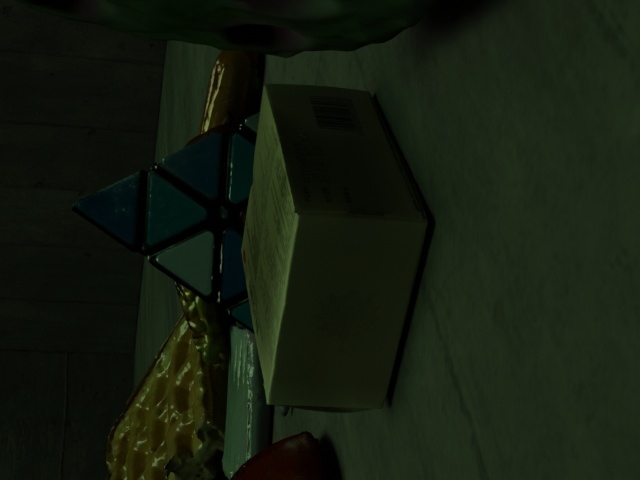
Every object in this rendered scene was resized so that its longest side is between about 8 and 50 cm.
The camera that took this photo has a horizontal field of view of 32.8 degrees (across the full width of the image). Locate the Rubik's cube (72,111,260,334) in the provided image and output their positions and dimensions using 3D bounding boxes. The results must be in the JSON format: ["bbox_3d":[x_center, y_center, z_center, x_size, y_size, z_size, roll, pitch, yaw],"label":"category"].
[{"bbox_3d":[-0.068,-0.005,1.232,0.250,0.284,0.234,60,-172,0],"label":"Rubik's cube"}]

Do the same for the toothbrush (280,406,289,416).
[{"bbox_3d":[-0.026,0.092,1.108,0.019,0.013,0.193,-137,51,-63],"label":"toothbrush"}]

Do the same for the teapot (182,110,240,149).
[{"bbox_3d":[-0.119,-0.097,1.387,0.173,0.116,0.116,-102,20,-45],"label":"teapot"}]

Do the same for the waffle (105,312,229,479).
[{"bbox_3d":[-0.223,0.279,1.592,0.348,0.077,0.304,-56,26,28],"label":"waffle"}]

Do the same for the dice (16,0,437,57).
[{"bbox_3d":[-0.053,-0.300,0.632,0.322,0.318,0.331,154,119,-77],"label":"dice"}]

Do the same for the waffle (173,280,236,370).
[{"bbox_3d":[-0.151,0.057,1.441,0.243,0.058,0.238,31,-138,-84],"label":"waffle"}]

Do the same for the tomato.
[{"bbox_3d":[-0.047,0.267,0.960,0.173,0.099,0.189,-117,31,-63],"label":"tomato"}]

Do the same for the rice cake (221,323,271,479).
[{"bbox_3d":[-0.089,0.199,1.309,0.189,0.037,0.198,168,105,-77],"label":"rice cake"}]

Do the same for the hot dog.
[{"bbox_3d":[-0.126,-0.156,1.495,0.100,0.068,0.250,-62,-13,-64],"label":"hot dog"}]

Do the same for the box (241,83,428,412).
[{"bbox_3d":[0.000,0.000,0.826,0.212,0.095,0.168,-105,24,-57],"label":"box"}]
